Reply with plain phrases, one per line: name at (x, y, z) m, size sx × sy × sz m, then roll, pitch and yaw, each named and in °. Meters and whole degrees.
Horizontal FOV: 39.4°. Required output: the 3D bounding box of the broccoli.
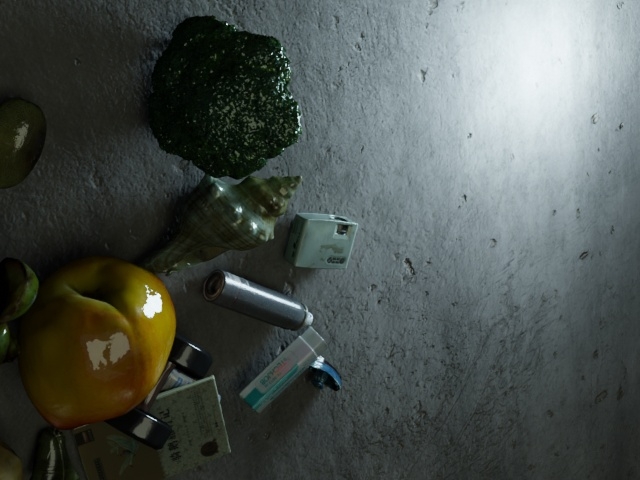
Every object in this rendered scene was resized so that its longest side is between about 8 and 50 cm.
broccoli at (-0.172, -0.261, 1.633) m, size 0.275 × 0.307 × 0.308 m, roll -46°, pitch 141°, yaw -57°

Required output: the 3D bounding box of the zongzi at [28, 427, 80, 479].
zongzi at (-0.522, 0.424, 1.821) m, size 0.130 × 0.062 × 0.154 m, roll 13°, pitch 87°, yaw -60°

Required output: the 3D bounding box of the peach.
peach at (-0.413, 0.188, 1.636) m, size 0.289 × 0.289 × 0.308 m, roll -17°, pitch 135°, yaw -29°

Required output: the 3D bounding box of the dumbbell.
dumbbell at (-0.331, 0.292, 1.793) m, size 0.152 × 0.152 × 0.218 m, roll 41°, pitch 72°, yaw -40°

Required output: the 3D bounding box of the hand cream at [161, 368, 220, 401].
hand cream at (-0.289, 0.319, 1.935) m, size 0.170 × 0.043 × 0.065 m, roll 33°, pitch 94°, yaw -36°

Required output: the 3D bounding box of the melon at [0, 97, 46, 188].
melon at (-0.520, -0.162, 1.508) m, size 0.099 × 0.099 × 0.162 m, roll 14°, pitch 105°, yaw -39°

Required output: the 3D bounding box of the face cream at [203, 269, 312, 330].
face cream at (-0.127, 0.138, 1.948) m, size 0.283 × 0.073 × 0.073 m, roll 25°, pitch 95°, yaw -40°

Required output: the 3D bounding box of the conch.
conch at (-0.209, -0.041, 1.764) m, size 0.386 × 0.170 × 0.203 m, roll -16°, pitch 158°, yaw 15°

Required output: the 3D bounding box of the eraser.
eraser at (-0.083, 0.298, 2.037) m, size 0.225 × 0.052 × 0.095 m, roll -43°, pitch 162°, yaw -8°

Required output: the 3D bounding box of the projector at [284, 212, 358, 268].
projector at (0.000, 0.000, 1.985) m, size 0.147 × 0.061 × 0.115 m, roll 4°, pitch 109°, yaw -37°

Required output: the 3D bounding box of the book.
book at (-0.355, 0.427, 1.917) m, size 0.310 × 0.021 × 0.217 m, roll -18°, pitch 121°, yaw -18°

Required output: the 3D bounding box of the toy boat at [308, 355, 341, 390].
toy boat at (0.003, 0.323, 2.136) m, size 0.137 × 0.060 × 0.061 m, roll 54°, pitch 55°, yaw -42°

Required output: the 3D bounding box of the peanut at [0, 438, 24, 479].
peanut at (-0.645, 0.478, 1.670) m, size 0.192 × 0.169 × 0.387 m, roll -28°, pitch 128°, yaw -28°

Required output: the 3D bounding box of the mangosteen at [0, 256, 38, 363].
mangosteen at (-0.635, 0.100, 1.404) m, size 0.330 × 0.330 × 0.330 m, roll -15°, pitch 119°, yaw -30°
